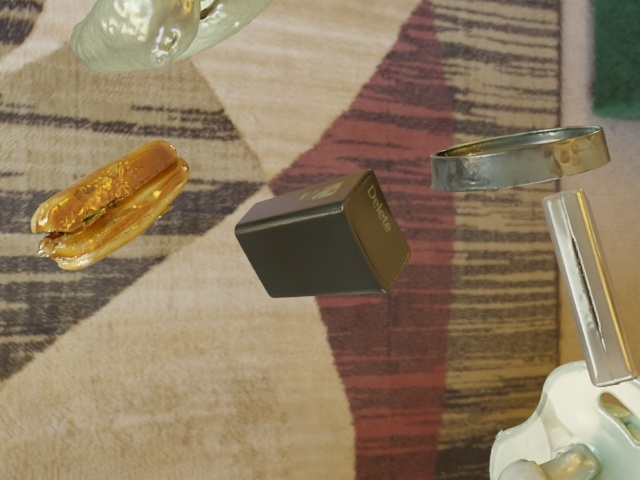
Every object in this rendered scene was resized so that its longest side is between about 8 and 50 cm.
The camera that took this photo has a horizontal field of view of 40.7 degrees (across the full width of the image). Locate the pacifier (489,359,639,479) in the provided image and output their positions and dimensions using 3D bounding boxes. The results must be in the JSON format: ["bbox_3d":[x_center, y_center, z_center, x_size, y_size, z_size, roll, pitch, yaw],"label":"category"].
[{"bbox_3d":[0.351,0.347,1.214,0.269,0.288,0.343,-9,135,-43],"label":"pacifier"}]

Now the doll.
[{"bbox_3d":[-0.061,-0.135,0.429,0.071,0.103,0.214,45,34,-22],"label":"doll"}]

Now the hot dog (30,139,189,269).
[{"bbox_3d":[-0.278,-0.052,1.179,0.109,0.072,0.269,52,51,-2],"label":"hot dog"}]

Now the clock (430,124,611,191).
[{"bbox_3d":[0.352,-0.149,1.552,0.318,0.319,0.066,-16,101,-27],"label":"clock"}]

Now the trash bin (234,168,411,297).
[{"bbox_3d":[0.000,0.000,1.352,0.115,0.225,0.165,-52,123,-44],"label":"trash bin"}]

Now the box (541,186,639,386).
[{"bbox_3d":[0.338,0.060,1.081,0.103,0.055,0.244,22,53,-65],"label":"box"}]
